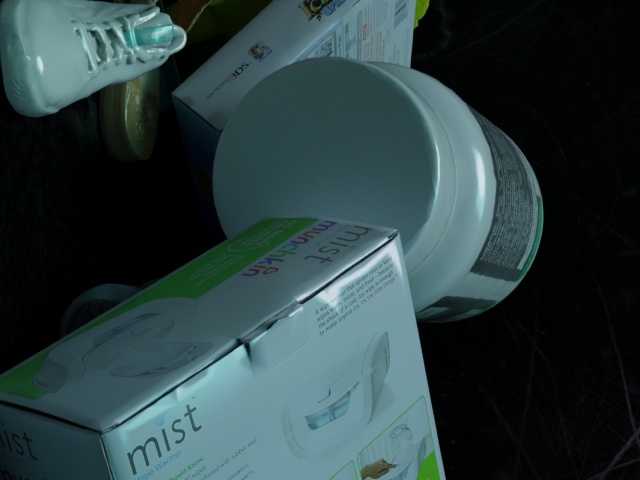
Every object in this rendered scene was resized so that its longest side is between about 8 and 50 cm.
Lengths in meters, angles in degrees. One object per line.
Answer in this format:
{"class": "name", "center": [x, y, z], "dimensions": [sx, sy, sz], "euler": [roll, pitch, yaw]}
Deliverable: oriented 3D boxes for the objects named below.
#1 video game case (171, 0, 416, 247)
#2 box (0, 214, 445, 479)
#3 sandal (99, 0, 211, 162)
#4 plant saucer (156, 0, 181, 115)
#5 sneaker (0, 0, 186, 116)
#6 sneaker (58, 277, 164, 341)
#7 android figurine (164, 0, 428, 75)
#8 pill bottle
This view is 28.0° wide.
{"class": "video game case", "center": [-0.016, -0.124, 1.143], "dimensions": [0.244, 0.061, 0.269], "euler": [-47, 162, -19]}
{"class": "box", "center": [-0.049, 0.140, 0.793], "dimensions": [0.262, 0.126, 0.231], "euler": [-33, 119, -42]}
{"class": "sandal", "center": [-0.122, -0.179, 1.025], "dimensions": [0.088, 0.079, 0.240], "euler": [44, 43, -66]}
{"class": "plant saucer", "center": [-0.152, -0.207, 1.117], "dimensions": [0.067, 0.018, 0.192], "euler": [-72, 153, -67]}
{"class": "sneaker", "center": [-0.148, -0.134, 0.866], "dimensions": [0.212, 0.094, 0.080], "euler": [-58, 141, -74]}
{"class": "sneaker", "center": [-0.120, 0.080, 0.939], "dimensions": [0.125, 0.104, 0.262], "euler": [52, 5, 30]}
{"class": "android figurine", "center": [-0.009, -0.227, 1.206], "dimensions": [0.248, 0.272, 0.056], "euler": [56, 13, -65]}
{"class": "pill bottle", "center": [0.059, -0.034, 1.065], "dimensions": [0.361, 0.204, 0.204], "euler": [13, 70, -71]}
